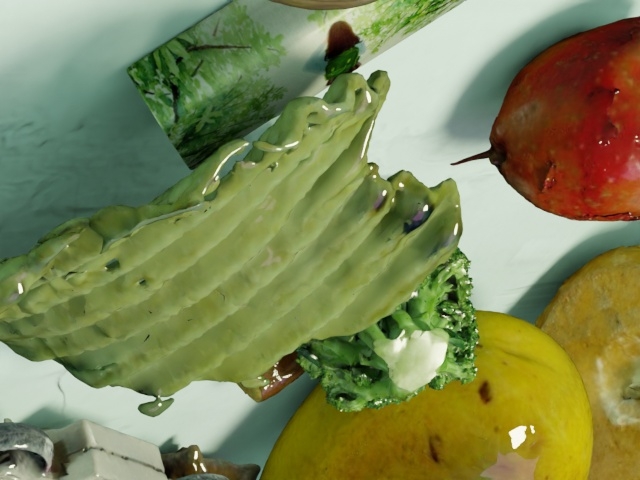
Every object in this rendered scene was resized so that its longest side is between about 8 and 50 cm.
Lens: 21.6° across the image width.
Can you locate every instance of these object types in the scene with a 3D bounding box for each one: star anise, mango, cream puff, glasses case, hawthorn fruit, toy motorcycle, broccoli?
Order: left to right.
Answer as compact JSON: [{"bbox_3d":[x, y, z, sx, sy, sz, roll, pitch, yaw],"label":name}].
[{"bbox_3d":[-0.240,0.247,1.515,0.223,0.108,0.340,-34,145,22],"label":"toy motorcycle"},{"bbox_3d":[-0.158,0.283,1.714,0.212,0.073,0.197,-43,150,24],"label":"star anise"},{"bbox_3d":[0.004,-0.151,1.172,0.272,0.062,0.095,-33,153,-1],"label":"glasses case"},{"bbox_3d":[0.061,0.073,1.524,0.195,0.195,0.156,-32,-165,-3],"label":"broccoli"},{"bbox_3d":[0.091,0.261,1.733,0.301,0.220,0.445,24,120,-19],"label":"mango"},{"bbox_3d":[0.226,-0.087,1.417,0.235,0.181,0.181,-21,153,-2],"label":"hawthorn fruit"},{"bbox_3d":[0.385,0.163,1.808,0.231,0.327,0.343,9,101,-50],"label":"cream puff"}]

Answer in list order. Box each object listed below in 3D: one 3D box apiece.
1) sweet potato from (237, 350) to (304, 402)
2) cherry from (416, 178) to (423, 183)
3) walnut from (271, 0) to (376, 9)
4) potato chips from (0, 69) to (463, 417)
[{"bbox_3d":[-0.029,0.110,1.595,0.117,0.049,0.049,-30,154,-16],"label":"sweet potato"},{"bbox_3d":[0.000,0.000,1.404,0.225,0.090,0.107,-13,136,-51],"label":"cherry"},{"bbox_3d":[0.012,-0.208,1.007,0.162,0.140,0.140,-32,155,-25],"label":"walnut"},{"bbox_3d":[-0.098,0.018,1.209,0.389,0.097,0.373,-23,156,11],"label":"potato chips"}]
